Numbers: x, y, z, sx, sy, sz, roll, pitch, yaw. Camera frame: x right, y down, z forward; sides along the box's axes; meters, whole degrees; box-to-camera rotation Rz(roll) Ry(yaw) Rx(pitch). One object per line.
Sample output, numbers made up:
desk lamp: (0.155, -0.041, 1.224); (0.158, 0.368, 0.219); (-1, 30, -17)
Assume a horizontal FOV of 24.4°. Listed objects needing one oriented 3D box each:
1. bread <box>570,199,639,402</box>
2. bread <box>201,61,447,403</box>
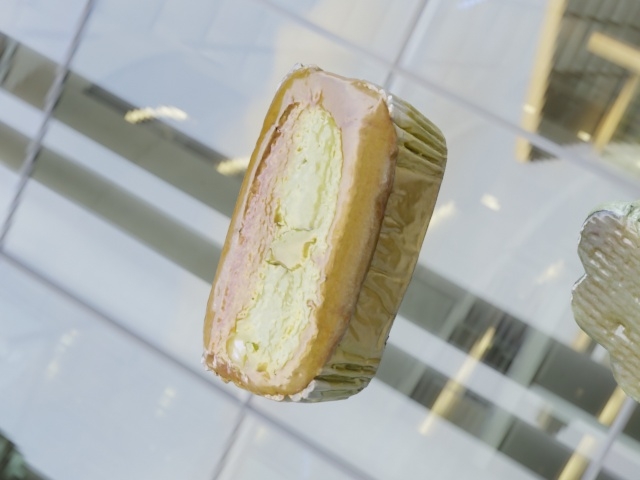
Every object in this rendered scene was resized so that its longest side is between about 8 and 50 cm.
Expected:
bread: (0.351, 0.090, 1.439); (0.056, 0.286, 0.207); (-36, -13, -33)
bread: (0.000, 0.000, 1.286); (0.119, 0.152, 0.288); (18, -90, -48)
